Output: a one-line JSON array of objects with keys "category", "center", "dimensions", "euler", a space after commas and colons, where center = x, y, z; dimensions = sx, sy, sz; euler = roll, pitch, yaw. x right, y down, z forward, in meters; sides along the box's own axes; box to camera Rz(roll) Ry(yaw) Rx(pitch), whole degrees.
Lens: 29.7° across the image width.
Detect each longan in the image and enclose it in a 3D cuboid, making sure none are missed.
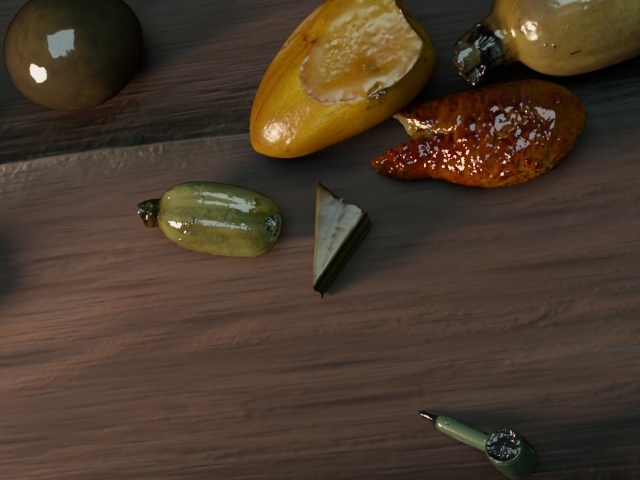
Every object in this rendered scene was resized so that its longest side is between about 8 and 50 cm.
[{"category": "longan", "center": [-0.328, -0.257, 1.596], "dimensions": [0.185, 0.159, 0.204], "euler": [-26, 31, -15]}]

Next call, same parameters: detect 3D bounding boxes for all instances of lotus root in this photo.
[{"category": "lotus root", "center": [0.299, -0.281, 1.468], "dimensions": [0.310, 0.183, 0.183], "euler": [-24, 71, 1]}, {"category": "lotus root", "center": [-0.140, -0.028, 1.525], "dimensions": [0.183, 0.077, 0.090], "euler": [6, 67, 9]}]

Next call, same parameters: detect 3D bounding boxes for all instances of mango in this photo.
[{"category": "mango", "center": [0.016, -0.203, 1.517], "dimensions": [0.257, 0.138, 0.187], "euler": [-31, 58, 14]}]

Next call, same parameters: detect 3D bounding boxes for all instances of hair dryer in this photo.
[{"category": "hair dryer", "center": [0.177, 0.225, 1.405], "dimensions": [0.150, 0.071, 0.047], "euler": [23, 77, 32]}]

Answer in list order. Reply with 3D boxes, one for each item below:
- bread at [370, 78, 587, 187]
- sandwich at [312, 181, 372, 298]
[{"category": "bread", "center": [0.191, -0.136, 1.491], "dimensions": [0.269, 0.095, 0.139], "euler": [2, 66, 15]}, {"category": "sandwich", "center": [0.000, 0.000, 1.494], "dimensions": [0.074, 0.074, 0.116], "euler": [33, 82, 16]}]
